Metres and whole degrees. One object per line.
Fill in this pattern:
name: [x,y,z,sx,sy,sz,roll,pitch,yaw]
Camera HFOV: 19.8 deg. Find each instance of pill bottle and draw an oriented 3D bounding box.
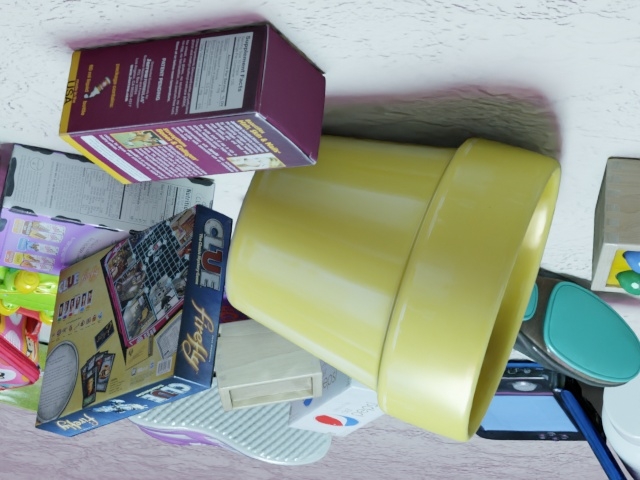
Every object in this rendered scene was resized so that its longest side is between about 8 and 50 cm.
pill bottle: [0.400,0.213,2.145,0.131,0.131,0.229,-1,159,18]

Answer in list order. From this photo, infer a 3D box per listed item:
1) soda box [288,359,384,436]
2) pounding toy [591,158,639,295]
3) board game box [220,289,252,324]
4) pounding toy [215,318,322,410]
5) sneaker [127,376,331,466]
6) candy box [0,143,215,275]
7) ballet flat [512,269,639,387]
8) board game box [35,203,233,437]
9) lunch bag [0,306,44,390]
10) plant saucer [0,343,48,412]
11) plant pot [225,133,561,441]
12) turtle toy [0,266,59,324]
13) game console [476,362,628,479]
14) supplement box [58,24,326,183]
soda box: [0.033,0.164,2.080,0.074,0.069,0.216,12,159,-17]
pounding toy: [0.336,-0.015,1.597,0.181,0.094,0.206,4,160,5]
board game box: [-0.005,0.083,2.032,0.208,0.056,0.347,3,160,21]
pounding toy: [-0.069,0.123,1.983,0.130,0.100,0.141,-9,163,-2]
sneaker: [-0.123,0.236,2.417,0.282,0.102,0.161,16,163,3]
candy box: [-0.214,-0.016,1.781,0.196,0.070,0.165,11,159,-12]
ballet flat: [0.210,0.071,1.891,0.280,0.095,0.096,30,160,-28]
board game box: [-0.174,0.078,1.686,0.042,0.165,0.243,21,153,-32]
lunch bag: [-0.435,0.089,2.078,0.258,0.120,0.293,-3,160,11]
plant saucer: [-0.368,0.173,2.361,0.188,0.045,0.188,19,156,-24]
plant pot: [0.057,0.016,1.579,0.239,0.254,0.254,19,162,11]
turtle toy: [-0.312,0.038,1.960,0.130,0.066,0.095,15,152,-22]
game console: [0.282,0.271,2.275,0.250,0.173,0.293,-2,158,19]
supplement box: [-0.103,-0.108,1.485,0.188,0.080,0.104,-5,157,27]
